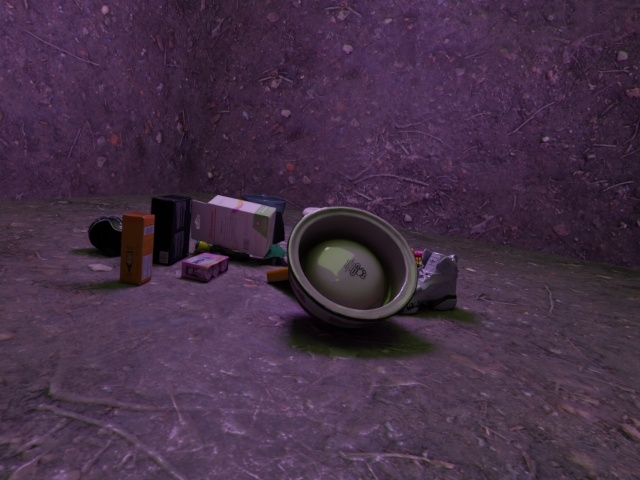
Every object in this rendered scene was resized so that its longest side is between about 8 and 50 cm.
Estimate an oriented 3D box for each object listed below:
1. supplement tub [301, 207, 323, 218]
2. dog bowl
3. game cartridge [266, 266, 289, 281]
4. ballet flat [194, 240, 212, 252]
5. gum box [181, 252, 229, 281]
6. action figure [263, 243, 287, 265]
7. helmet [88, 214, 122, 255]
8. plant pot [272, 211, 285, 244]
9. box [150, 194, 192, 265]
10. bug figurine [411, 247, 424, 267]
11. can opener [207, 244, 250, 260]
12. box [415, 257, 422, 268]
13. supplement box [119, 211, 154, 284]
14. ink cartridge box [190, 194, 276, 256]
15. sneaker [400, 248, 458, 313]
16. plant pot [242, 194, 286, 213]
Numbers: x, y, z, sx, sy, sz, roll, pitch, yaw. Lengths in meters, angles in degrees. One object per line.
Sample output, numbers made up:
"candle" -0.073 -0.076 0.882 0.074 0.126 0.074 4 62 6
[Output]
"supplement tub" 0.000 0.000 1.836 0.191 0.272 0.191 7 11 -1
"dog bowl" 0.083 0.093 1.278 0.408 0.150 0.408 9 51 -11
"game cartridge" -0.001 0.110 1.558 0.285 0.053 0.323 -2 -10 -40
"ballet flat" -0.552 0.010 1.969 0.077 0.077 0.231 23 10 -17
"gum box" -0.439 0.100 1.573 0.107 0.062 0.188 9 11 10
"action figure" -0.214 0.059 1.942 0.137 0.063 0.232 3 16 -14
"helmet" -0.851 -0.027 1.691 0.161 0.169 0.169 27 15 12
"plant pot" -0.310 -0.085 2.348 0.188 0.167 0.187 9 10 13
"box" -0.613 -0.048 1.693 0.103 0.261 0.184 9 10 5
"bug figurine" 0.440 0.098 2.010 0.216 0.072 0.279 0 23 -13
"can opener" -0.406 0.066 1.833 0.186 0.073 0.059 9 -28 -9
"box" 0.434 0.099 2.208 0.220 0.051 0.175 10 12 14
"supplement box" -0.615 0.026 1.385 0.078 0.233 0.080 8 7 6
"ink cartridge box" -0.390 -0.074 1.847 0.353 0.207 0.119 13 27 6
"sneaker" 0.360 0.144 1.507 0.365 0.210 0.137 2 12 -27
"plant pot" -0.380 -0.187 2.742 0.293 0.196 0.293 7 10 -1
